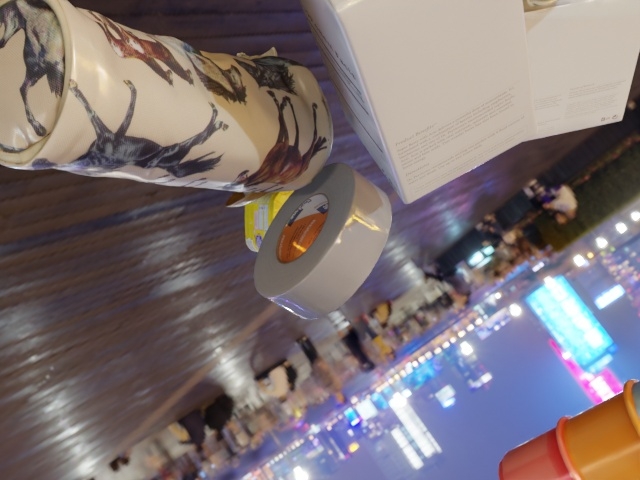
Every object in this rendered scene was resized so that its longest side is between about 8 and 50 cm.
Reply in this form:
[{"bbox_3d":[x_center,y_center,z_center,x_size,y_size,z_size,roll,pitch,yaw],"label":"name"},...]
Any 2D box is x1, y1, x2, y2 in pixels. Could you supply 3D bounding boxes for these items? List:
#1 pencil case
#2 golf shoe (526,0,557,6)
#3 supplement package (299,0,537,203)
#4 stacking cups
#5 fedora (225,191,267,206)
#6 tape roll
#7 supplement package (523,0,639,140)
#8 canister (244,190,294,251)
[{"bbox_3d":[-0.166,-0.149,0.845,0.160,0.183,0.410,-39,158,30],"label":"pencil case"},{"bbox_3d":[0.222,-0.328,0.906,0.273,0.120,0.105,-6,152,29],"label":"golf shoe"},{"bbox_3d":[0.096,-0.216,0.827,0.178,0.175,0.293,-28,143,-1],"label":"supplement package"},{"bbox_3d":[0.265,0.119,0.559,0.316,0.096,0.096,-36,170,28],"label":"stacking cups"},{"bbox_3d":[-0.078,-0.125,1.126,0.194,0.079,0.194,-34,-166,10],"label":"fedora"},{"bbox_3d":[0.000,0.000,1.118,0.219,0.072,0.219,-41,-151,29],"label":"tape roll"},{"bbox_3d":[0.299,-0.262,1.054,0.194,0.149,0.203,-13,136,-7],"label":"supplement package"},{"bbox_3d":[-0.084,-0.033,1.483,0.073,0.126,0.170,-2,-177,-24],"label":"canister"}]
